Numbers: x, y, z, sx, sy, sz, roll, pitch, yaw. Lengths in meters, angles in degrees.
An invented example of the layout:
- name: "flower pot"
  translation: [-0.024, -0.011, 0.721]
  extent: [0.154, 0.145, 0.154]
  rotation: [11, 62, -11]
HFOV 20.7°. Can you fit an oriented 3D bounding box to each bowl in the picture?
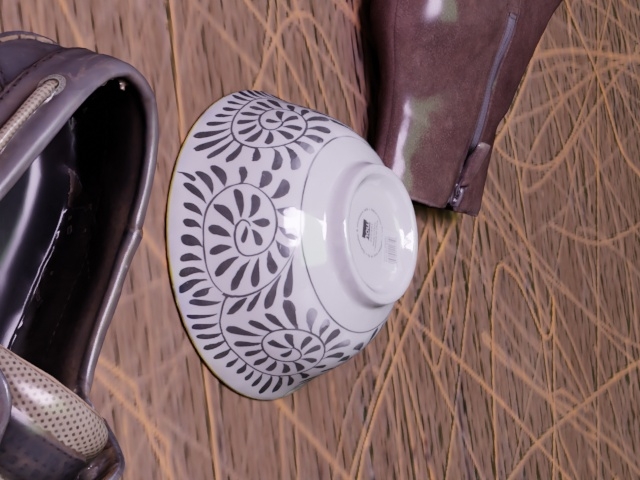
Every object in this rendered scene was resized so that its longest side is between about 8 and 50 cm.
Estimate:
- name: "bowl"
  translation: [0.000, 0.000, 0.939]
  extent: [0.170, 0.080, 0.170]
  rotation: [10, 78, -55]

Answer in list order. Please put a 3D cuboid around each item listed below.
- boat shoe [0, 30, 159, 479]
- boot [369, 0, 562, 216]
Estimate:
- name: "boat shoe"
  translation: [-0.149, 0.068, 0.654]
  extent: [0.132, 0.130, 0.355]
  rotation: [38, 55, -48]
- name: "boot"
  translation: [0.102, -0.120, 1.134]
  extent: [0.248, 0.090, 0.207]
  rotation: [2, 96, -58]
